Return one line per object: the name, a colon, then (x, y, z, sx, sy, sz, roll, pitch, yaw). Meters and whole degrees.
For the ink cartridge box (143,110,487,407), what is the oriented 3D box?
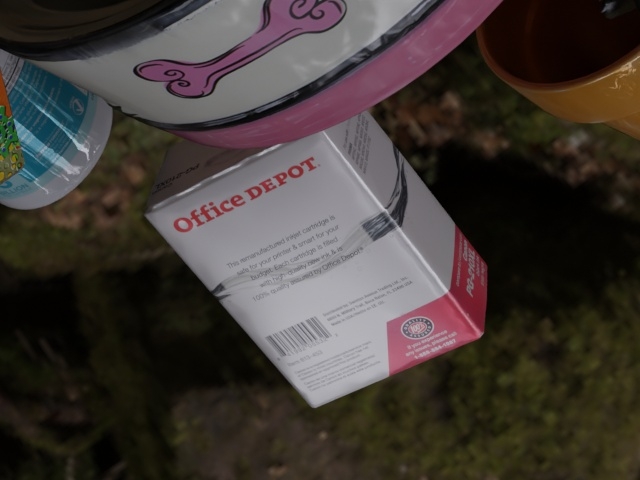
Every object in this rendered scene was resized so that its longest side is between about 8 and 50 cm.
ink cartridge box: (0.000, 0.000, 1.355, 0.172, 0.237, 0.100, -25, -150, 25)

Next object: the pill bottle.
pill bottle: (-0.309, -0.145, 1.433, 0.146, 0.146, 0.264, -38, 137, 11)

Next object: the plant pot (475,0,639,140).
plant pot: (0.251, -0.156, 1.243, 0.205, 0.205, 0.188, -40, 131, 20)

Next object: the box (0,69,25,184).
box: (-0.321, -0.141, 0.762, 0.177, 0.290, 0.279, -39, 134, -38)

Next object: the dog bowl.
dog bowl: (-0.018, -0.230, 1.016, 0.408, 0.408, 0.150, -38, 125, 12)

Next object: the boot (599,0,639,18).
boot: (0.139, -0.201, 0.746, 0.094, 0.246, 0.207, -14, 158, 22)
